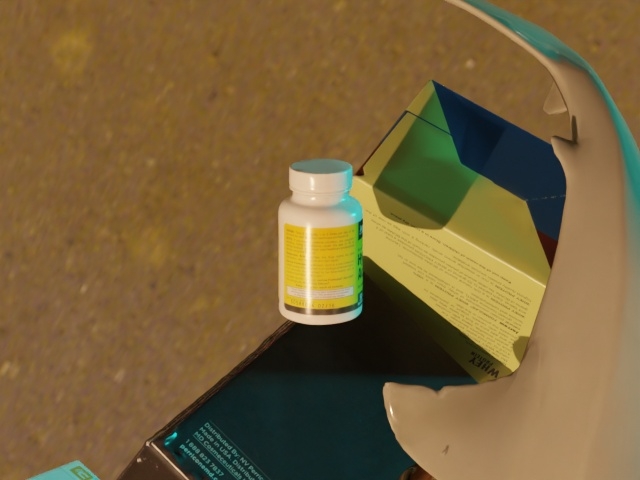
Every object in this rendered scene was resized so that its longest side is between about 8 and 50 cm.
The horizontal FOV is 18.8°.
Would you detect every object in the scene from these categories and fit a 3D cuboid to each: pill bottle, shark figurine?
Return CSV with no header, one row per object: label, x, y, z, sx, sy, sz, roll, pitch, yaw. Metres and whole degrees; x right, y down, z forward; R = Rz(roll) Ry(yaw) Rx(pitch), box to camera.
pill bottle,0.000,0.000,1.461,0.065,0.065,0.116,-7,108,-21
shark figurine,0.069,0.032,0.664,0.116,0.166,0.278,6,82,-24

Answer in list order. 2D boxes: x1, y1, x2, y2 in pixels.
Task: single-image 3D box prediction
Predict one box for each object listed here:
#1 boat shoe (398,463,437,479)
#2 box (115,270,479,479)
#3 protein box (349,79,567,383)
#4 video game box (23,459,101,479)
boat shoe,0.075,0.277,1.394,0.122,0.120,0.324,59,37,-28
box,-0.050,0.221,1.636,0.183,0.296,0.294,43,46,6
protein box,0.130,0.008,1.683,0.200,0.201,0.136,30,56,13
video game box,-0.127,0.210,1.042,0.187,0.048,0.205,37,18,15
